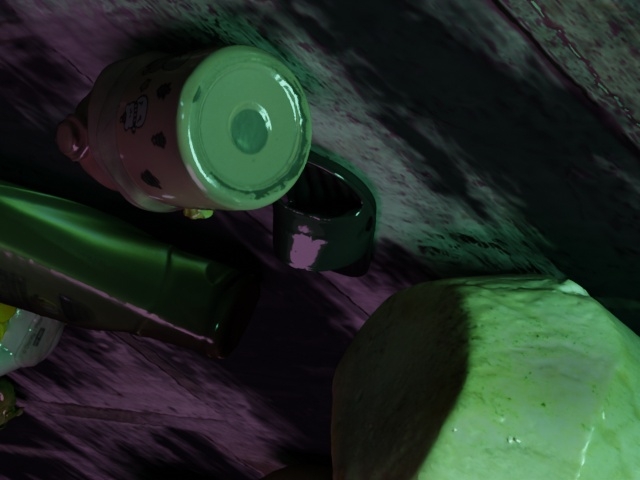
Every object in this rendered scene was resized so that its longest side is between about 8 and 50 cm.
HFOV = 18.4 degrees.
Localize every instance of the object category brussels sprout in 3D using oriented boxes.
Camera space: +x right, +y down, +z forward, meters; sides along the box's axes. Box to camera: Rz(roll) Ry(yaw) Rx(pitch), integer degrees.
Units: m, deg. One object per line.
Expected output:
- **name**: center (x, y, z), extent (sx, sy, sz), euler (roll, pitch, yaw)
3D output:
- **brussels sprout**: center (-0.336, 0.156, 1.921), extent (0.085, 0.058, 0.085), euler (34, 156, 18)

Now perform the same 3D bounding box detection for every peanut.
- **peanut**: center (0.002, 0.233, 1.737), extent (0.152, 0.076, 0.076), euler (2, 150, 39)

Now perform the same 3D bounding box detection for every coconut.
- **coconut**: center (0.122, 0.149, 1.203), extent (0.259, 0.259, 0.259), euler (20, 158, 8)

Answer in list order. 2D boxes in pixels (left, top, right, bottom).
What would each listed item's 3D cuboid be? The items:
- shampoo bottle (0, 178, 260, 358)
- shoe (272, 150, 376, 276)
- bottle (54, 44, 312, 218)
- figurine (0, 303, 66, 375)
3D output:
- **shampoo bottle**: center (-0.215, 0.005, 1.404), extent (0.350, 0.084, 0.125), euler (16, 161, 16)
- **shoe**: center (0.000, 0.000, 1.221), extent (0.062, 0.053, 0.159), euler (22, 161, 14)
- **bottle**: center (-0.081, -0.061, 1.111), extent (0.099, 0.099, 0.152), euler (37, 158, -30)
- **figurine**: center (-0.279, 0.038, 1.539), extent (0.178, 0.109, 0.129), euler (22, -171, 16)
